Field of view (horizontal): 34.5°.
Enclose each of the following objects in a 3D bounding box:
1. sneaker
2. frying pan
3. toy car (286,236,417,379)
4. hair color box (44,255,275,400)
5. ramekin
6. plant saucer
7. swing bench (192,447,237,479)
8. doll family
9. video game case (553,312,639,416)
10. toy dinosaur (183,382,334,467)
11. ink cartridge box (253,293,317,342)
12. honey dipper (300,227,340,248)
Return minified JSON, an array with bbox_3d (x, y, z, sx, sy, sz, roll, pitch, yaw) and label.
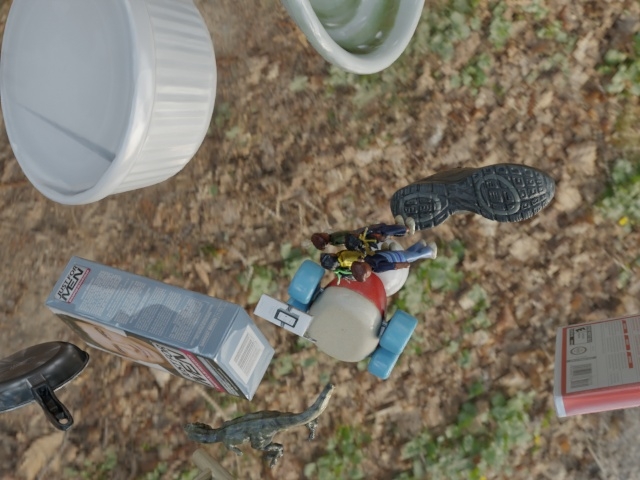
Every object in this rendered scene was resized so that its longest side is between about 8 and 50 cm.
[{"bbox_3d":[0.271,-0.093,1.822,0.286,0.130,0.109,-3,110,19],"label":"sneaker"},{"bbox_3d":[-0.459,0.231,1.581,0.197,0.326,0.053,-20,106,0],"label":"frying pan"},{"bbox_3d":[0.083,0.080,1.827,0.219,0.238,0.210,28,148,7],"label":"toy car"},{"bbox_3d":[-0.290,0.157,1.866,0.375,0.113,0.185,15,155,26],"label":"hair color box"},{"bbox_3d":[-0.228,-0.175,1.124,0.127,0.273,0.272,-5,123,-46],"label":"ramekin"},{"bbox_3d":[0.012,-0.396,1.209,0.101,0.400,0.400,3,123,30],"label":"plant saucer"},{"bbox_3d":[-0.078,0.396,1.048,0.255,0.165,0.253,20,121,27],"label":"swing bench"},{"bbox_3d":[0.056,0.012,1.285,0.111,0.193,0.076,-11,89,-28],"label":"doll family"},{"bbox_3d":[0.375,0.104,1.013,0.285,0.204,0.025,-12,101,17],"label":"video game case"},{"bbox_3d":[-0.068,0.269,1.472,0.268,0.064,0.118,-21,143,25],"label":"toy dinosaur"},{"bbox_3d":[-0.037,0.095,1.265,0.083,0.048,0.028,26,89,4],"label":"ink cartridge box"},{"bbox_3d":[0.000,0.000,1.861,0.030,0.161,0.030,2,97,19],"label":"honey dipper"}]
